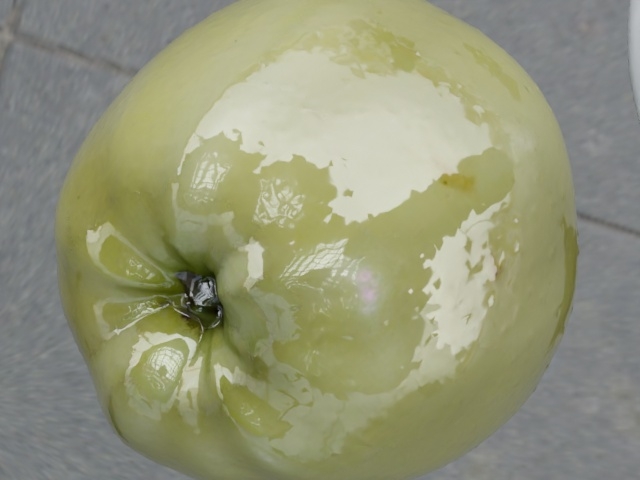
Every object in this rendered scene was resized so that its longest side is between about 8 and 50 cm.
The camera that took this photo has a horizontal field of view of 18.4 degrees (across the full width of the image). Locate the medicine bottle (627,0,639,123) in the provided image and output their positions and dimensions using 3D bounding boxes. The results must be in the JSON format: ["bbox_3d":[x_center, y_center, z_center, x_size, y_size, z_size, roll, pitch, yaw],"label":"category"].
[{"bbox_3d":[0.185,-0.062,0.531,0.144,0.252,0.144,6,102,29],"label":"medicine bottle"}]

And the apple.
[{"bbox_3d":[0.000,0.000,0.702,0.200,0.200,0.200,1,85,-11],"label":"apple"}]
